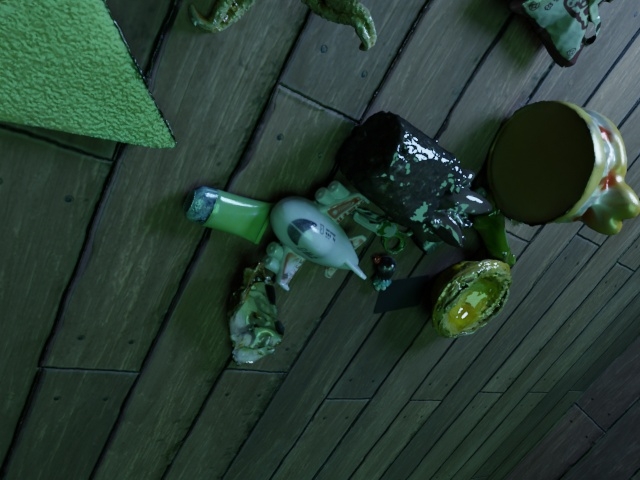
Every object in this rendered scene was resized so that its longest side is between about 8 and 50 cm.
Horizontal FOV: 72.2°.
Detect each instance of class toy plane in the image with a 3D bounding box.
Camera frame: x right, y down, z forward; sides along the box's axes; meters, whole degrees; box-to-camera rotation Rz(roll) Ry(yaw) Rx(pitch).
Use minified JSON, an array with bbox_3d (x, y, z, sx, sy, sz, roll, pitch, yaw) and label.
[{"bbox_3d":[-0.002,-0.002,0.891,0.252,0.118,0.252,-13,126,-19],"label":"toy plane"}]

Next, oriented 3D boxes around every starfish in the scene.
[{"bbox_3d":[-0.060,-0.393,0.557,0.375,0.094,0.327,39,133,-9],"label":"starfish"}]

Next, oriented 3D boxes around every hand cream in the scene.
[{"bbox_3d":[-0.167,-0.050,0.815,0.174,0.046,0.095,15,110,-44],"label":"hand cream"}]

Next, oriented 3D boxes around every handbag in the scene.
[{"bbox_3d":[0.473,-0.469,0.813,0.234,0.127,0.213,17,111,-39],"label":"handbag"}]

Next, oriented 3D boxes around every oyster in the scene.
[{"bbox_3d":[-0.141,0.160,0.955,0.128,0.079,0.345,-8,135,-15],"label":"oyster"}]

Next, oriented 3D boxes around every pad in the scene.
[{"bbox_3d":[0.223,0.146,1.196,0.157,0.003,0.112,-5,125,-26],"label":"pad"}]

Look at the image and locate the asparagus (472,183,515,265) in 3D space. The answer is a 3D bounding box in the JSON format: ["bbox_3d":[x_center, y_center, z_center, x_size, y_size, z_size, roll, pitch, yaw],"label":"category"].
[{"bbox_3d":[0.467,-0.009,1.174,0.085,0.082,0.343,-62,140,-28],"label":"asparagus"}]

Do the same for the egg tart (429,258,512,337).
[{"bbox_3d":[0.410,0.154,1.227,0.288,0.118,0.289,-15,127,-20],"label":"egg tart"}]

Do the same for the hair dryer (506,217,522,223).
[{"bbox_3d":[0.540,-0.068,1.202,0.063,0.038,0.124,-44,139,8],"label":"hair dryer"}]

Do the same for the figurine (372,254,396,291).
[{"bbox_3d":[0.152,0.082,1.086,0.059,0.047,0.106,12,131,6],"label":"figurine"}]

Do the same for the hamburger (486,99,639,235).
[{"bbox_3d":[0.535,-0.151,0.957,0.186,0.303,0.261,2,127,-26],"label":"hamburger"}]

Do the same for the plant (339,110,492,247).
[{"bbox_3d":[0.200,-0.109,0.875,0.320,0.194,0.182,25,112,-36],"label":"plant"}]

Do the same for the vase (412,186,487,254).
[{"bbox_3d":[0.319,-0.054,1.069,0.211,0.060,0.060,-43,132,3],"label":"vase"}]

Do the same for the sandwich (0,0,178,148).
[{"bbox_3d":[-0.348,-0.206,0.597,0.211,0.063,0.245,-24,130,-8],"label":"sandwich"}]

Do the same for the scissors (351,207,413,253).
[{"bbox_3d":[0.140,-0.032,1.007,0.204,0.027,0.101,20,108,-40],"label":"scissors"}]
